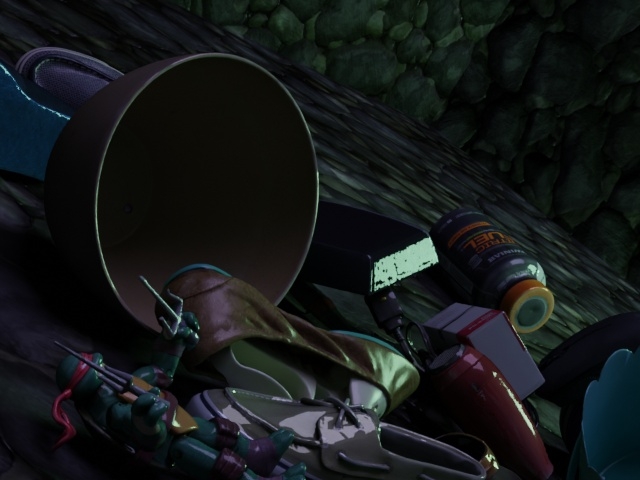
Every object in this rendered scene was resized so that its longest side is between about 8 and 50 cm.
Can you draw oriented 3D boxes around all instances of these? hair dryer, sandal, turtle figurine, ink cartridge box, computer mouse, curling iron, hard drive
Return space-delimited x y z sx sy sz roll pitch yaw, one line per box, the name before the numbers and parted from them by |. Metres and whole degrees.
hair dryer | 0.181 0.173 1.793 0.293 0.080 0.223 52 5 30
sandal | 0.143 0.231 1.575 0.219 0.060 0.090 25 15 -31
turtle figurine | -0.123 0.130 1.177 0.234 0.118 0.175 36 26 -19
ink cartridge box | 0.203 0.142 1.878 0.109 0.063 0.150 58 -13 -12
computer mouse | 0.340 0.152 1.884 0.188 0.272 0.072 -76 145 -69
curling iron | 0.005 0.086 1.858 0.274 0.035 0.068 39 8 26
hard drive | 0.000 0.000 1.836 0.255 0.054 0.172 15 22 34

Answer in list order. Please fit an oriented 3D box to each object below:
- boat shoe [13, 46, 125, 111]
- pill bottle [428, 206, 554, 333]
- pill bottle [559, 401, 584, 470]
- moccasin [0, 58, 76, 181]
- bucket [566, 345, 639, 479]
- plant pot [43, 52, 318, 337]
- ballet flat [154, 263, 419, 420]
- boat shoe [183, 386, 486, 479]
boat shoe | -0.224 -0.148 1.870 0.341 0.127 0.158 30 -18 -12
pill bottle | 0.282 0.055 2.442 0.130 0.130 0.245 23 16 -37
pill bottle | 0.397 0.268 1.847 0.153 0.153 0.264 30 13 -12
moccasin | -0.385 -0.144 1.633 0.117 0.137 0.342 35 -2 29
bucket | 0.395 0.256 1.565 0.281 0.183 0.281 -1 44 1
plant pot | -0.168 -0.047 1.500 0.191 0.284 0.284 8 -9 45
ballet flat | -0.019 0.135 1.444 0.342 0.116 0.124 32 31 -42
boat shoe | 0.016 0.188 1.350 0.302 0.094 0.109 26 14 -28
